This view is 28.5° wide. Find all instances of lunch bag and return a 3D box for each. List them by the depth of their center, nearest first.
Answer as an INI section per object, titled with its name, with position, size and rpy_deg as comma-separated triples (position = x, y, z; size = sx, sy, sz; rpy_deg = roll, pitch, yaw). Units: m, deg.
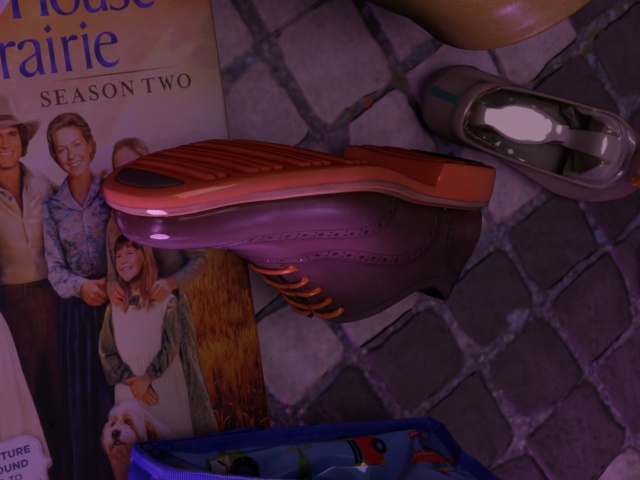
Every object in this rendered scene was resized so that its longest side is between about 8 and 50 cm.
[lunch bag]
position = -0.030, 0.257, 0.920
size = 0.293, 0.138, 0.221
rpy_deg = 4, 106, -27

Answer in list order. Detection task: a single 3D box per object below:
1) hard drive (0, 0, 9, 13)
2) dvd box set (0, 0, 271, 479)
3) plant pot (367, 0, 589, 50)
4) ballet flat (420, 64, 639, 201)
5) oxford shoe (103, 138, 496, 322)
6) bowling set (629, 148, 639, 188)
[hard drive]
position = -0.257, -0.250, 0.702
size = 0.233, 0.353, 0.047
rpy_deg = -60, 148, -10
[dvd box set]
position = -0.196, -0.015, 0.867
size = 0.307, 0.062, 0.420
rpy_deg = -12, 99, -34
[plant pot]
position = 0.053, -0.317, 0.852
size = 0.353, 0.366, 0.366
rpy_deg = 35, 79, -35
[ballet flat]
position = 0.200, -0.085, 1.062
size = 0.248, 0.086, 0.086
rpy_deg = 13, 88, -26
[oxford shoe]
position = 0.000, 0.000, 0.904
size = 0.363, 0.130, 0.133
rpy_deg = -1, 103, -45
[bowling set]
position = 0.388, -0.066, 1.140
size = 0.287, 0.154, 0.200
rpy_deg = -37, 147, -21
